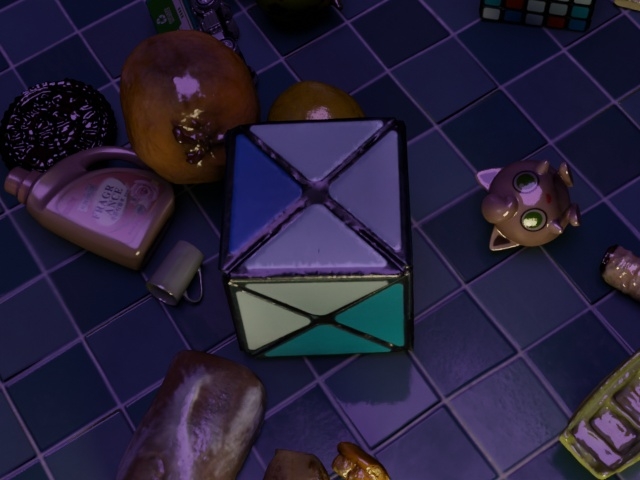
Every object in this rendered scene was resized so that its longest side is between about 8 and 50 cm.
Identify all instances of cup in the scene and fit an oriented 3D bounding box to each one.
[{"bbox_3d":[-0.200,0.050,1.600,0.074,0.054,0.083,24,64,17],"label":"cup"}]

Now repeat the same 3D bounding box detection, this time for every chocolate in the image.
[{"bbox_3d":[-0.176,0.261,1.470,0.156,0.080,0.254,18,65,14],"label":"chocolate"}]

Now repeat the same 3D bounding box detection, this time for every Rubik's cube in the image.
[{"bbox_3d":[0.000,-0.001,1.501,0.246,0.248,0.250,-3,61,4],"label":"Rubik's cube"},{"bbox_3d":[0.357,-0.463,1.752,0.187,0.184,0.182,8,63,10],"label":"Rubik's cube"}]

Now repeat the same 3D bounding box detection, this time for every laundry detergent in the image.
[{"bbox_3d":[-0.333,-0.073,1.644,0.237,0.076,0.171,26,64,7],"label":"laundry detergent"}]

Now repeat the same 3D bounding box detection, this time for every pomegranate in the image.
[{"bbox_3d":[-0.074,-0.423,1.793,0.220,0.156,0.156,0,61,20],"label":"pomegranate"}]

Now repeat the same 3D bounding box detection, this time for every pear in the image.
[{"bbox_3d":[-0.003,-0.158,1.644,0.148,0.149,0.162,-32,60,-12],"label":"pear"}]

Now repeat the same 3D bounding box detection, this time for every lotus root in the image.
[{"bbox_3d":[-0.025,0.382,1.388,0.110,0.097,0.258,-1,54,0],"label":"lotus root"}]

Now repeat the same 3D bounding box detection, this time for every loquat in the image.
[{"bbox_3d":[-0.187,-0.193,1.595,0.193,0.238,0.238,-10,60,-20],"label":"loquat"}]

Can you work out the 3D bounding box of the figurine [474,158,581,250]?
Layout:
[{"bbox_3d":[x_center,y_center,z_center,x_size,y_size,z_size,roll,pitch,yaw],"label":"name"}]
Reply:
[{"bbox_3d":[0.295,-0.053,1.575,0.138,0.125,0.125,-10,61,14],"label":"figurine"}]

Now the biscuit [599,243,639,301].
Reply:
[{"bbox_3d":[0.481,0.083,1.524,0.219,0.055,0.061,33,74,21],"label":"biscuit"}]

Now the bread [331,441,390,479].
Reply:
[{"bbox_3d":[0.051,0.296,1.436,0.046,0.083,0.081,-52,27,-9],"label":"bread"}]

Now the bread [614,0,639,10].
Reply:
[{"bbox_3d":[0.553,-0.395,1.788,0.153,0.028,0.068,15,64,11],"label":"bread"}]

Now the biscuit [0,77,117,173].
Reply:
[{"bbox_3d":[-0.412,-0.169,1.732,0.194,0.053,0.195,-2,65,3],"label":"biscuit"}]

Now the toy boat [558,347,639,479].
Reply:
[{"bbox_3d":[0.434,0.202,1.452,0.276,0.084,0.111,-40,68,-11],"label":"toy boat"}]

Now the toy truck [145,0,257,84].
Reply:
[{"bbox_3d":[-0.194,-0.336,1.776,0.124,0.114,0.253,-24,62,7],"label":"toy truck"}]
